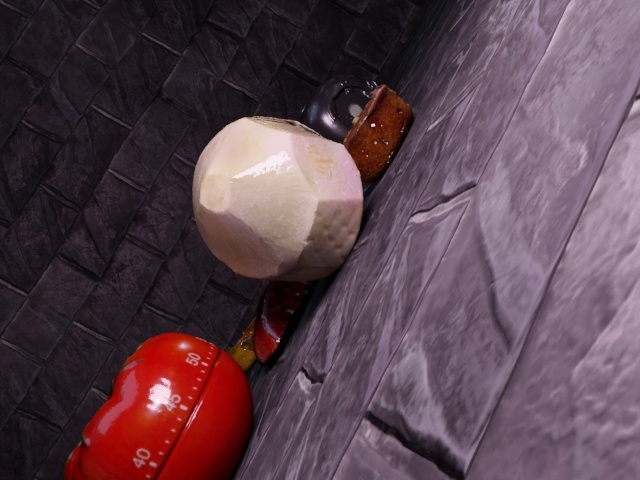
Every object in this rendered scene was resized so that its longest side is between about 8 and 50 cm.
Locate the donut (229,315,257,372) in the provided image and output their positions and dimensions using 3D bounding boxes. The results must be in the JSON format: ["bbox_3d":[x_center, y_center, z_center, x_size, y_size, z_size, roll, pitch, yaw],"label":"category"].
[{"bbox_3d":[-0.214,0.319,2.032,0.174,0.075,0.190,-60,0,19],"label":"donut"}]

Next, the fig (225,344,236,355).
[{"bbox_3d":[-0.336,0.450,2.131,0.233,0.167,0.167,-22,-15,-26],"label":"fig"}]

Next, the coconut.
[{"bbox_3d":[-0.096,-0.076,1.328,0.352,0.353,0.352,-60,4,8],"label":"coconut"}]

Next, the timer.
[{"bbox_3d":[-0.288,0.362,1.252,0.378,0.279,0.378,-58,6,10],"label":"timer"}]

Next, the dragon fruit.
[{"bbox_3d":[-0.102,0.165,1.638,0.343,0.100,0.282,-63,1,-40],"label":"dragon fruit"}]

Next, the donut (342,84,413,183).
[{"bbox_3d":[0.113,-0.220,1.474,0.144,0.126,0.186,-36,28,62],"label":"donut"}]

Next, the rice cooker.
[{"bbox_3d":[0.066,-0.318,1.854,0.267,0.267,0.224,-62,6,-25],"label":"rice cooker"}]
